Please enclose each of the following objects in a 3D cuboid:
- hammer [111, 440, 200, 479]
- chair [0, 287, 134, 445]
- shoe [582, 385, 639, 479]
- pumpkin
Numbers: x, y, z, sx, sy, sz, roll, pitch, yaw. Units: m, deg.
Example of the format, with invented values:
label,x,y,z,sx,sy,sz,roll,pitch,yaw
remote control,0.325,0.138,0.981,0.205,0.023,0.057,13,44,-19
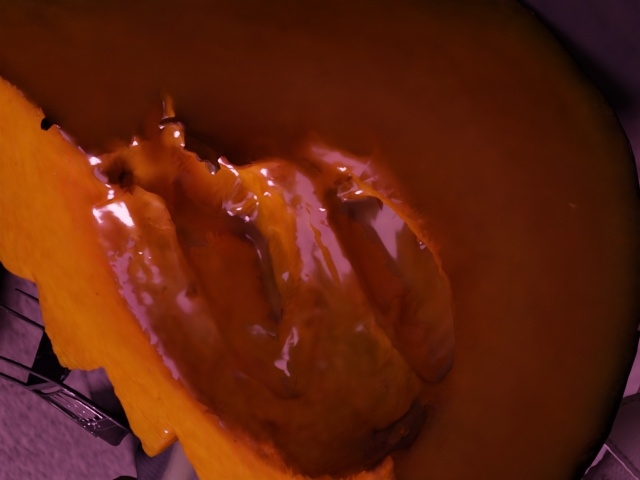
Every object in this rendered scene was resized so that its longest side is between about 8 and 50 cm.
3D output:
label,x,y,z,sx,sy,sz,roll,pitch,yaw
hammer,-0.043,0.072,0.610,0.159,0.041,0.226,47,137,20
chair,-0.119,0.056,0.692,0.086,0.042,0.037,38,149,-30
shoe,0.107,0.070,0.406,0.089,0.092,0.180,30,129,33
pumpkin,0.000,0.000,0.477,0.254,0.149,0.130,41,155,26
